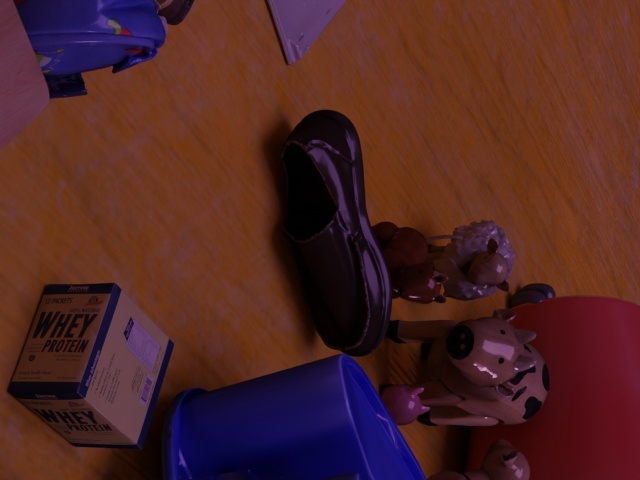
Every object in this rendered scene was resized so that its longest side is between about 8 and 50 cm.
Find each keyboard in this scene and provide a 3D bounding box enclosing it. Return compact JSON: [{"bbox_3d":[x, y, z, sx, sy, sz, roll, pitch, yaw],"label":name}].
[{"bbox_3d":[0.009,-0.255,1.361,0.072,0.014,0.256,66,33,-26],"label":"keyboard"}]

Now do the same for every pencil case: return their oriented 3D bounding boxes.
[{"bbox_3d":[-0.153,-0.249,0.915,0.133,0.119,0.306,4,84,-39],"label":"pencil case"}]

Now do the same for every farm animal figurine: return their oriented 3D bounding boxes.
[{"bbox_3d":[0.139,0.144,1.398,0.327,0.172,0.330,-1,89,-63],"label":"farm animal figurine"}]

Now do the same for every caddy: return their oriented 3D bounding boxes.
[{"bbox_3d":[-0.011,0.246,1.099,0.241,0.179,0.341,-97,163,-47],"label":"caddy"}]

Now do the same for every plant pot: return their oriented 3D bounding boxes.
[{"bbox_3d":[0.285,0.207,1.614,0.275,0.275,0.243,41,42,-55],"label":"plant pot"}]

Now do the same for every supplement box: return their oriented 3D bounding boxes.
[{"bbox_3d":[-0.150,0.083,0.963,0.083,0.056,0.083,54,42,-48],"label":"supplement box"}]

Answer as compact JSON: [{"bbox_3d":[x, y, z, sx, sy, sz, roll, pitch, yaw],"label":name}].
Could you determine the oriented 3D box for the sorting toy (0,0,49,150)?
[{"bbox_3d":[-0.274,-0.117,0.701,0.257,0.089,0.255,-56,135,-49],"label":"sorting toy"}]

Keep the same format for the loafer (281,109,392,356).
[{"bbox_3d":[0.000,0.000,1.260,0.078,0.080,0.220,-22,103,-52],"label":"loafer"}]

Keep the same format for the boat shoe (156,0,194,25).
[{"bbox_3d":[-0.104,-0.233,1.093,0.049,0.056,0.152,50,54,-57],"label":"boat shoe"}]

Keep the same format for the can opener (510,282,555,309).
[{"bbox_3d":[0.299,0.195,1.795,0.076,0.095,0.283,-25,110,-62],"label":"can opener"}]
